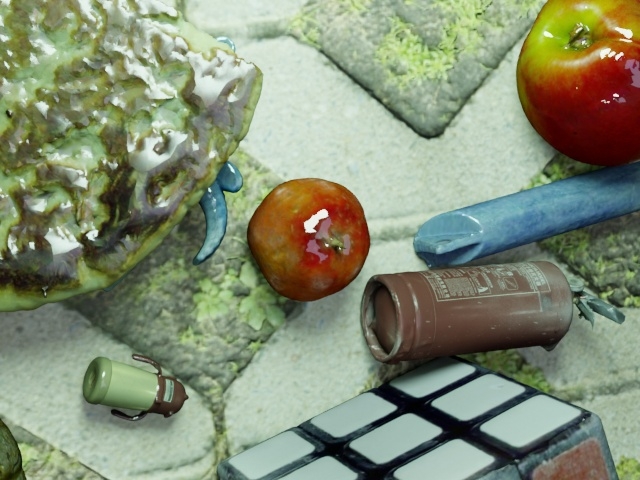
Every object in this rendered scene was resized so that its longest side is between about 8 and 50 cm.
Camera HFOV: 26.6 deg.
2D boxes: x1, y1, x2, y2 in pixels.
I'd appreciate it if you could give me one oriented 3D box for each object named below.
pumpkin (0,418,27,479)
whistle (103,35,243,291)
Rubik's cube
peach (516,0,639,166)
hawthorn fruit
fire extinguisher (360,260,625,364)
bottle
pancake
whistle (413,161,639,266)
[{"bbox_3d":[-0.388,0.217,1.198,0.248,0.126,0.131,-20,103,-19],"label":"pumpkin"},{"bbox_3d":[-0.154,-0.075,1.275,0.180,0.093,0.269,29,86,-1],"label":"whistle"},{"bbox_3d":[0.116,0.325,1.335,0.304,0.301,0.305,-22,105,-19],"label":"Rubik's cube"},{"bbox_3d":[0.304,-0.166,1.414,0.197,0.197,0.197,-3,99,-23],"label":"peach"},{"bbox_3d":[-0.001,0.000,1.337,0.125,0.140,0.125,-5,96,-56],"label":"hawthorn fruit"},{"bbox_3d":[0.184,0.075,1.433,0.269,0.105,0.104,-3,99,-24],"label":"fire extinguisher"},{"bbox_3d":[-0.179,0.147,1.324,0.101,0.047,0.063,17,129,-28],"label":"bottle"},{"bbox_3d":[-0.275,-0.082,1.200,0.427,0.067,0.305,-40,94,1],"label":"pancake"},{"bbox_3d":[0.245,-0.033,1.467,0.304,0.062,0.062,-16,104,-20],"label":"whistle"}]
